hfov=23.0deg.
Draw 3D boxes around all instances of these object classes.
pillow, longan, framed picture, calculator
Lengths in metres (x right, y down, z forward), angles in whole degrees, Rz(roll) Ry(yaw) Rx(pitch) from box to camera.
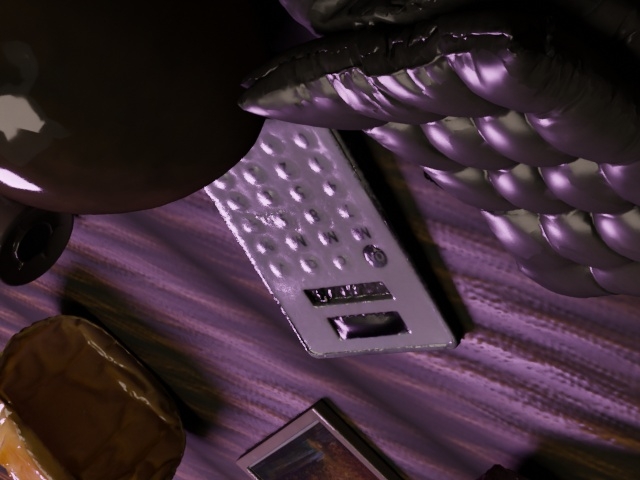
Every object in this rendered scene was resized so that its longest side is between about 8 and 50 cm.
[{"bbox_3d":[0.138,-0.058,0.908,0.326,0.101,0.228,29,163,-35],"label":"pillow"},{"bbox_3d":[-0.166,-0.137,1.135,0.258,0.258,0.258,31,149,22],"label":"longan"},{"bbox_3d":[0.016,0.264,1.651,0.184,0.016,0.250,45,151,-2],"label":"framed picture"},{"bbox_3d":[0.000,0.000,1.276,0.161,0.021,0.262,-8,126,36],"label":"calculator"}]

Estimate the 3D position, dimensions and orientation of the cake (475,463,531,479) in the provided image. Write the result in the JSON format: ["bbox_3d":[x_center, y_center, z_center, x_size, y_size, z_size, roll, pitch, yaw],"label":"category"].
[{"bbox_3d":[0.163,0.282,1.431,0.116,0.113,0.295,33,162,5],"label":"cake"}]

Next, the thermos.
[{"bbox_3d":[-0.354,-0.040,1.646,0.193,0.105,0.137,33,-179,26],"label":"thermos"}]

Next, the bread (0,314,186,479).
[{"bbox_3d":[-0.272,0.213,1.783,0.250,0.179,0.133,43,156,2],"label":"bread"}]
